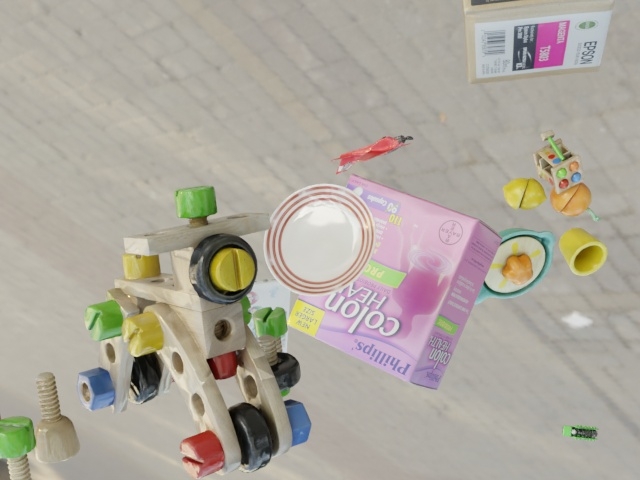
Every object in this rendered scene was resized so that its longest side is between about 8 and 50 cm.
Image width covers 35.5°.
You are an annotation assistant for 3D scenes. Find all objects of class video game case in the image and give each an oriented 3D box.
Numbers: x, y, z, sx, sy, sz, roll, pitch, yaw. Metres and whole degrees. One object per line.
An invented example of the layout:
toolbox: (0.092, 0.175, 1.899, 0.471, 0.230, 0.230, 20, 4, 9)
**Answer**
video game case: (-0.123, 0.140, 1.724, 0.019, 0.143, 0.157, -127, 36, -56)

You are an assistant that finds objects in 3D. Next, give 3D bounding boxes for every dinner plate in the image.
dinner plate: (0.000, 0.000, 1.198, 0.141, 0.141, 0.017, 16, 170, 21)

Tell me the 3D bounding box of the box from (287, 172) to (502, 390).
box: (0.105, 0.058, 1.434, 0.213, 0.243, 0.117, 23, 179, 30)

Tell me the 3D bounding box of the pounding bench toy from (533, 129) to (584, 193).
pounding bench toy: (0.375, -0.127, 1.572, 0.065, 0.052, 0.083, 56, 172, 50)

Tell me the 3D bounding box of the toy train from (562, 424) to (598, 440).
toy train: (0.313, 0.231, 1.201, 0.023, 0.017, 0.083, 3, 171, 33)

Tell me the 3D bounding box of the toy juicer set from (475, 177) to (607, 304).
toy juicer set: (0.308, 0.007, 1.613, 0.089, 0.328, 0.209, -117, 11, -52)

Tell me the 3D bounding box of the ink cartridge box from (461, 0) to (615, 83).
ink cartridge box: (0.291, -0.303, 1.360, 0.193, 0.088, 0.235, -3, 165, 10)

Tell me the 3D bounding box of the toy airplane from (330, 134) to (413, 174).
toy airplane: (0.080, -0.141, 1.588, 0.151, 0.151, 0.028, -18, 95, 56)

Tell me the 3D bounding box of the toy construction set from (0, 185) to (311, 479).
toy construction set: (-0.165, 0.068, 0.887, 0.308, 0.237, 0.257, -9, -163, -12)
